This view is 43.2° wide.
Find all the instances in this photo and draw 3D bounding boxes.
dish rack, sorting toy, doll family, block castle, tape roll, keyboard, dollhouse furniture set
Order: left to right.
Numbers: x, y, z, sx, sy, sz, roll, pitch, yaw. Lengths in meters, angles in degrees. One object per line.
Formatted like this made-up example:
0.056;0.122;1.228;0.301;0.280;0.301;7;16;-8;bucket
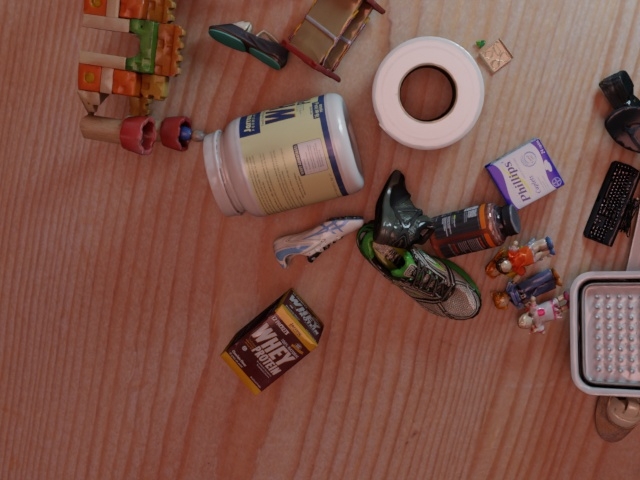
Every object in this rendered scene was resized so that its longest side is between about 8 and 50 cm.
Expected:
-0.367;-0.426;1.804;0.212;0.303;0.453;10;101;11;block castle
-0.063;-0.558;1.845;0.374;0.152;0.201;40;103;16;dollhouse furniture set
0.240;-0.330;1.819;0.246;0.169;0.246;1;100;5;tape roll
0.397;-0.437;1.862;0.062;0.012;0.083;-36;98;16;sorting toy
0.479;0.096;1.910;0.163;0.118;0.263;-24;115;4;doll family
0.685;-0.081;1.866;0.100;0.038;0.192;23;103;23;keyboard
0.740;0.211;1.828;0.332;0.072;0.286;-1;84;21;dish rack

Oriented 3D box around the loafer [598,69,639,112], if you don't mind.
0.693;-0.303;1.838;0.061;0.062;0.170;-14;109;47;loafer

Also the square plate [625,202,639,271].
0.896;-0.040;1.818;0.347;0.049;0.344;11;102;23;square plate

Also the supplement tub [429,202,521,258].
0.357;-0.026;1.864;0.197;0.106;0.106;-14;99;29;supplement tub

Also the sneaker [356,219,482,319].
0.227;0.086;1.905;0.343;0.146;0.134;32;102;-1;sneaker

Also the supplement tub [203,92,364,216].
-0.081;-0.187;1.845;0.324;0.235;0.236;-14;98;8;supplement tub

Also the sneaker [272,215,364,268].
0.000;0.000;1.944;0.237;0.085;0.086;-21;85;15;sneaker

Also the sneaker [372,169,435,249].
0.195;-0.064;1.865;0.130;0.228;0.087;20;132;-10;sneaker

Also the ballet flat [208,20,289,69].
-0.162;-0.470;1.896;0.203;0.074;0.074;27;102;7;ballet flat

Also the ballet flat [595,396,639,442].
0.738;0.349;1.914;0.107;0.106;0.316;15;101;3;ballet flat

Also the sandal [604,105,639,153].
0.749;-0.213;1.778;0.254;0.054;0.097;33;111;5;sandal

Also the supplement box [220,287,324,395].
-0.111;0.239;1.945;0.194;0.191;0.129;-40;94;10;supplement box

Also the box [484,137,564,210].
0.472;-0.151;1.873;0.137;0.072;0.126;-30;95;11;box
